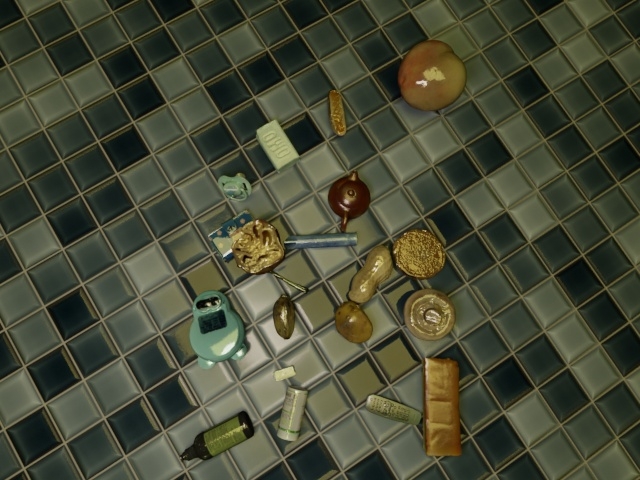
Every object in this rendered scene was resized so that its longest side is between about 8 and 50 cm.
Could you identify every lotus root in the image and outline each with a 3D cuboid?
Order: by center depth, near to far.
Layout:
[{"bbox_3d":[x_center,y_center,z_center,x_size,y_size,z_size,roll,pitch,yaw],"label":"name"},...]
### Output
[{"bbox_3d":[-0.236,0.032,1.693,0.188,0.180,0.199,-22,82,0],"label":"lotus root"},{"bbox_3d":[-0.146,0.303,1.704,0.080,0.089,0.180,-6,82,34],"label":"lotus root"}]

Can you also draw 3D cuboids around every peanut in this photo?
[{"bbox_3d":[0.209,0.141,1.732,0.123,0.123,0.257,30,83,2],"label":"peanut"}]

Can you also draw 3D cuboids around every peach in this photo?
[{"bbox_3d":[0.461,-0.687,1.801,0.292,0.247,0.293,5,78,-25],"label":"peach"}]

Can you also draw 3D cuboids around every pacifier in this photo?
[{"bbox_3d":[-0.343,-0.231,1.781,0.150,0.127,0.117,-3,40,23],"label":"pacifier"}]

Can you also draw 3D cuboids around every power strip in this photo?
[{"bbox_3d":[-0.142,0.526,1.703,0.090,0.016,0.040,-17,83,-4],"label":"power strip"}]

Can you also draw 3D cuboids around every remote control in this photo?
[{"bbox_3d":[0.285,0.665,1.690,0.221,0.042,0.072,18,81,1],"label":"remote control"}]

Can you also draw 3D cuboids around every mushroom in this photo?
[{"bbox_3d":[0.427,0.289,1.669,0.207,0.215,0.208,-1,83,5],"label":"mushroom"}]

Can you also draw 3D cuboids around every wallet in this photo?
[{"bbox_3d":[-0.348,-0.022,1.757,0.202,0.059,0.141,-35,82,-7],"label":"wallet"}]

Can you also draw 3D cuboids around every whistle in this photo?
[{"bbox_3d":[0.000,0.000,1.769,0.304,0.062,0.062,-3,81,-3],"label":"whistle"}]

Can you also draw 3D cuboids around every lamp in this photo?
[{"bbox_3d":[-0.403,0.332,1.654,0.209,0.147,0.284,-16,91,-7],"label":"lamp"}]

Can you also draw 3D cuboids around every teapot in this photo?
[{"bbox_3d":[0.115,-0.161,1.763,0.178,0.135,0.252,11,80,3],"label":"teapot"}]

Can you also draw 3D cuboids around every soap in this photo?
[{"bbox_3d":[-0.182,-0.398,1.820,0.114,0.063,0.198,-32,84,-5],"label":"soap"}]

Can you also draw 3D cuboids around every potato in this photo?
[{"bbox_3d":[0.129,0.326,1.694,0.137,0.137,0.176,-37,82,-7],"label":"potato"}]

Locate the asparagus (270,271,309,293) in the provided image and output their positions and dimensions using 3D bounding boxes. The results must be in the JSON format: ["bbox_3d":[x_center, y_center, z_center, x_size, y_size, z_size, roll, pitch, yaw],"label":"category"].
[{"bbox_3d":[-0.154,0.157,1.758,0.232,0.023,0.022,27,37,1],"label":"asparagus"}]

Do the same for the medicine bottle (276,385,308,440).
[{"bbox_3d":[-0.106,0.659,1.650,0.086,0.086,0.184,13,81,-1],"label":"medicine bottle"}]

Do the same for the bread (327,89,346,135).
[{"bbox_3d":[0.067,-0.547,1.860,0.073,0.053,0.215,-7,79,-8],"label":"bread"}]

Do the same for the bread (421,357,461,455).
[{"bbox_3d":[0.469,0.642,1.684,0.138,0.077,0.362,1,81,-1],"label":"bread"}]

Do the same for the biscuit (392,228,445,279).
[{"bbox_3d":[0.408,0.058,1.788,0.225,0.042,0.226,0,80,-2],"label":"biscuit"}]

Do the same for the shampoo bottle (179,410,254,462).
[{"bbox_3d":[-0.394,0.750,1.614,0.283,0.101,0.101,-25,83,-7],"label":"shampoo bottle"}]
